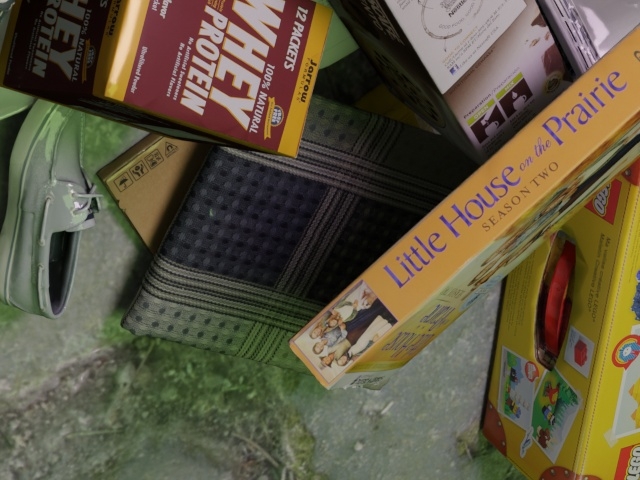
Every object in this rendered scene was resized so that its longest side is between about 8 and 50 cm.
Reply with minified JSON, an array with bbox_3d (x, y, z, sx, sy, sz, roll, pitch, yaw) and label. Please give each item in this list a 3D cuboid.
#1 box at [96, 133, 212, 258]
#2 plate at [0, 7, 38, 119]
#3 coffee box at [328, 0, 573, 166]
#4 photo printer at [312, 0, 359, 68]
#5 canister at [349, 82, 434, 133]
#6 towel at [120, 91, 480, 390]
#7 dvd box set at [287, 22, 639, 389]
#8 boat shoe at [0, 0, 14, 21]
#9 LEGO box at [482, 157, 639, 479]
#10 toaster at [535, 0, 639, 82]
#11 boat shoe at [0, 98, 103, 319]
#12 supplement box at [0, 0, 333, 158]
[{"bbox_3d":[-0.104,-0.066,1.409,0.201,0.021,0.164,-38,131,-12],"label":"box"},{"bbox_3d":[-0.389,-0.184,1.122,0.278,0.045,0.277,-26,129,-21],"label":"plate"},{"bbox_3d":[0.091,-0.212,1.210,0.119,0.168,0.297,-43,141,-2],"label":"coffee box"},{"bbox_3d":[0.032,-0.313,1.302,0.307,0.107,0.256,-33,132,-15],"label":"photo printer"},{"bbox_3d":[0.077,-0.072,1.499,0.126,0.073,0.170,-36,130,-10],"label":"canister"},{"bbox_3d":[0.000,0.000,1.435,0.324,0.056,0.312,18,113,-30],"label":"towel"},{"bbox_3d":[0.173,-0.023,1.306,0.420,0.062,0.307,-42,168,7],"label":"dvd box set"},{"bbox_3d":[-0.272,-0.234,1.078,0.116,0.099,0.319,9,109,-40],"label":"boat shoe"},{"bbox_3d":[0.430,0.040,1.727,0.372,0.193,0.500,-12,122,-28],"label":"LEGO box"},{"bbox_3d":[0.291,-0.247,1.487,0.146,0.129,0.227,-29,95,-16],"label":"toaster"},{"bbox_3d":[-0.237,-0.031,1.278,0.079,0.081,0.227,-38,148,-61],"label":"boat shoe"},{"bbox_3d":[-0.131,-0.160,1.161,0.191,0.194,0.129,15,88,-39],"label":"supplement box"}]
